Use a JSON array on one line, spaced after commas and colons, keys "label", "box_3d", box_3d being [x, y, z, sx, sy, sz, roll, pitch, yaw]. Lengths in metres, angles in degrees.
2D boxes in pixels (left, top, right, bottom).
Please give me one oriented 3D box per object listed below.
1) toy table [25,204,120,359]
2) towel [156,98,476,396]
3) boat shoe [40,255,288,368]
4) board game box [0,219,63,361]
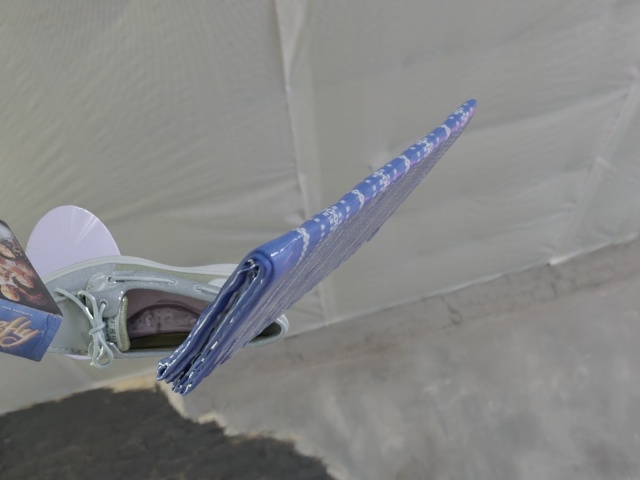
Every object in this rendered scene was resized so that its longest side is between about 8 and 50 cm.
[{"label": "toy table", "box_3d": [-0.465, 0.076, 1.626, 0.252, 0.274, 0.161, 2, -1, -23]}, {"label": "towel", "box_3d": [0.000, 0.000, 0.823, 0.336, 0.040, 0.243, -38, -9, -42]}, {"label": "boat shoe", "box_3d": [-0.200, 0.090, 1.051, 0.320, 0.103, 0.118, 1, -68, -14]}, {"label": "board game box", "box_3d": [-0.318, -0.002, 0.618, 0.243, 0.165, 0.042, 26, -79, -44]}]
